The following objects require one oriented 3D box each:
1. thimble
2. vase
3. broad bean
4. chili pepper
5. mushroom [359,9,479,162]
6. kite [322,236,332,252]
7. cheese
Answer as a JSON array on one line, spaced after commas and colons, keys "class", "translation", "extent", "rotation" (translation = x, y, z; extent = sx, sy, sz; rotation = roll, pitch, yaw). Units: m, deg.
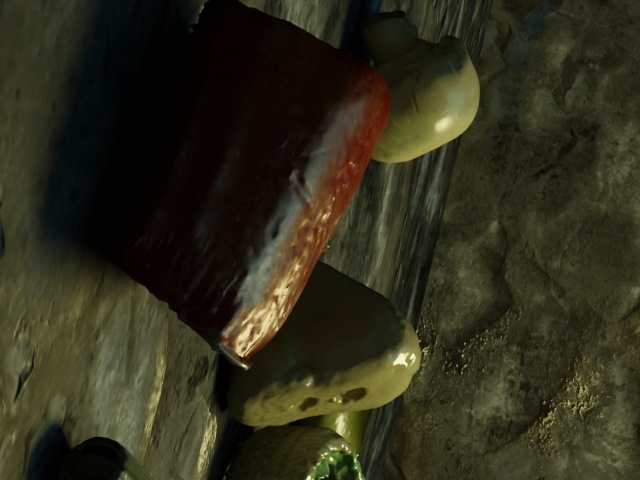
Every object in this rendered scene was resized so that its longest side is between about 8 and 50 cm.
[{"class": "thimble", "translation": [-0.036, 0.374, 1.890], "extent": [0.219, 0.150, 0.219], "rotation": [8, 80, -55]}, {"class": "vase", "translation": [-0.193, 0.291, 1.270], "extent": [0.248, 0.128, 0.128], "rotation": [79, 26, -43]}, {"class": "broad bean", "translation": [0.036, 0.301, 2.363], "extent": [0.291, 0.119, 0.238], "rotation": [-42, 144, -69]}, {"class": "chili pepper", "translation": [-0.088, -0.048, 1.247], "extent": [0.305, 0.229, 0.251], "rotation": [-61, -166, -13]}, {"class": "mushroom", "translation": [0.130, -0.250, 2.055], "extent": [0.254, 0.234, 0.260], "rotation": [-33, -174, -31]}, {"class": "kite", "translation": [0.000, 0.000, 2.120], "extent": [0.190, 0.010, 0.159], "rotation": [-15, 119, -75]}, {"class": "cheese", "translation": [0.005, 0.166, 1.786], "extent": [0.173, 0.248, 0.251], "rotation": [88, 26, -49]}]
